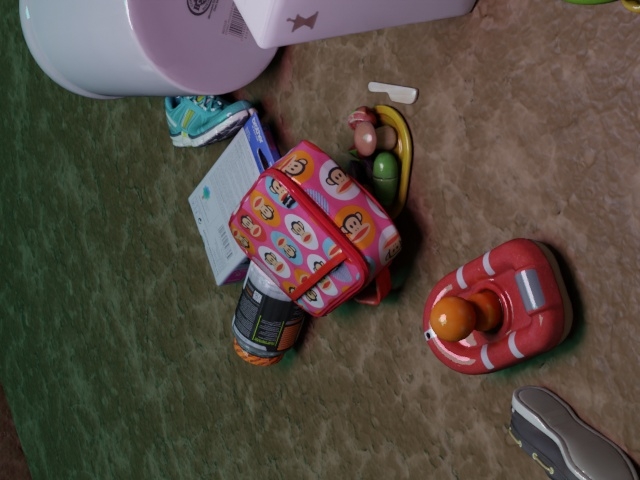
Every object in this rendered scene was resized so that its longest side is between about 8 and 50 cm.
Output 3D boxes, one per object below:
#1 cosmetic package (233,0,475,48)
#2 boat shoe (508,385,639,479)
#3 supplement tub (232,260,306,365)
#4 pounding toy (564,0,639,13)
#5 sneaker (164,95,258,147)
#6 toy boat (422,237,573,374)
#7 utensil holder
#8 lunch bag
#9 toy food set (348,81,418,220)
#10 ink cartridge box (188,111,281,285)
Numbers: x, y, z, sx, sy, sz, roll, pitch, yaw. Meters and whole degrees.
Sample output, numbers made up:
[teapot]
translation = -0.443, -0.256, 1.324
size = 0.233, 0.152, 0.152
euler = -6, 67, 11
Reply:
[cosmetic package]
translation = 0.020, -0.509, 1.550
size = 0.393, 0.327, 0.329
euler = 63, 151, 26
[boat shoe]
translation = 0.316, 0.272, 1.545
size = 0.228, 0.081, 0.068
euler = 48, 138, 50
[supplement tub]
translation = -0.081, 0.113, 2.069
size = 0.117, 0.117, 0.190
euler = 52, 136, 37
[pounding toy]
translation = 0.355, -0.312, 1.328
size = 0.237, 0.110, 0.183
euler = -1, 62, 37
[sneaker]
translation = -0.207, -0.225, 2.171
size = 0.275, 0.107, 0.110
euler = 3, 113, 57
[toy boat]
translation = 0.205, 0.095, 1.600
size = 0.231, 0.151, 0.151
euler = -35, 68, 54
[utensil holder]
translation = -0.285, -0.400, 2.077
size = 0.385, 0.327, 0.327
euler = 10, 106, 54
[lunch bag]
translation = 0.000, 0.000, 1.853
size = 0.258, 0.120, 0.293
euler = 46, 156, 0
[toy food set]
translation = 0.071, -0.130, 1.826
size = 0.128, 0.071, 0.218
euler = 30, 121, 50
[ink cartridge box]
translation = -0.127, -0.070, 2.148
size = 0.311, 0.065, 0.186
euler = -48, 57, 52
